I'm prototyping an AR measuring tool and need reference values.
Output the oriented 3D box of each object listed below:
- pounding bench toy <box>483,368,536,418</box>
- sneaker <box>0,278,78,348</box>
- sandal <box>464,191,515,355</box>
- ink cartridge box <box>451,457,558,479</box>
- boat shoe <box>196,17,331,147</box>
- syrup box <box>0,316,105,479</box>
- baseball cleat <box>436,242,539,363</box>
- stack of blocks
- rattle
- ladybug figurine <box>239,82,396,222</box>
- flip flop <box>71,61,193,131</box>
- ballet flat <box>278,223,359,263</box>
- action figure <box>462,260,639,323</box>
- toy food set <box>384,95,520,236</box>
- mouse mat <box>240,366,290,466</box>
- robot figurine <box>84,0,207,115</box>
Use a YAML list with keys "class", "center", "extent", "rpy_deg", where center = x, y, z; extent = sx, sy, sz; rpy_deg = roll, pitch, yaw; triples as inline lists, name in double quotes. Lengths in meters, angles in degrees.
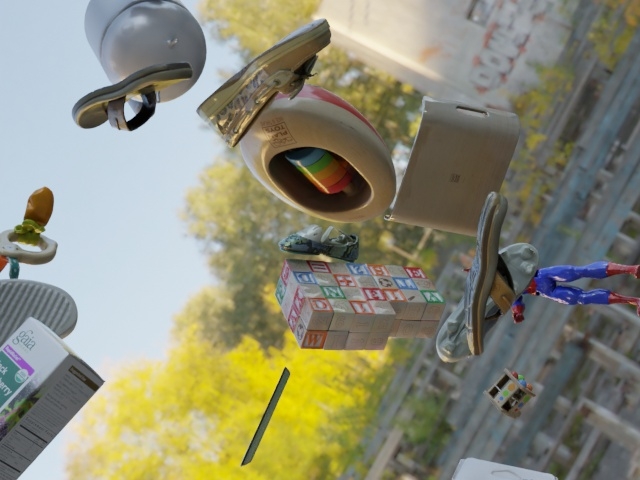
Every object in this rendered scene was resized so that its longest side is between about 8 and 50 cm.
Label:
- class: "pounding bench toy"
  center: [0.336, 0.266, 1.865]
  extent: [0.065, 0.052, 0.083]
  rpy_deg: [-49, -43, 8]
- class: "sneaker"
  center: [-0.580, 0.160, 1.802]
  extent: [0.150, 0.366, 0.135]
  rpy_deg: [94, 165, -68]
- class: "sandal"
  center: [0.174, 0.038, 1.082]
  extent: [0.072, 0.049, 0.180]
  rpy_deg: [-83, -1, -66]
- class: "ink cartridge box"
  center: [0.269, 0.433, 1.584]
  extent: [0.086, 0.148, 0.203]
  rpy_deg: [-50, -41, -50]
- class: "boat shoe"
  center: [-0.074, -0.244, 1.674]
  extent: [0.285, 0.089, 0.104]
  rpy_deg: [-30, 10, 41]
- class: "syrup box"
  center: [-0.389, 0.220, 1.327]
  extent: [0.237, 0.093, 0.096]
  rpy_deg: [-49, -35, -10]
- class: "baseball cleat"
  center: [0.237, 0.090, 1.562]
  extent: [0.206, 0.072, 0.109]
  rpy_deg: [-47, -14, -4]
- class: "stack of blocks"
  center: [0.082, 0.124, 2.055]
  extent: [0.171, 0.297, 0.087]
  rpy_deg: [-121, 41, -51]
- class: "rattle"
  center: [-0.612, -0.010, 2.239]
  extent: [0.143, 0.130, 0.200]
  rpy_deg: [-52, -6, 21]
- class: "ladybug figurine"
  center: [0.000, -0.202, 2.375]
  extent: [0.449, 0.305, 0.162]
  rpy_deg: [47, -139, -47]
- class: "flip flop"
  center: [-0.308, -0.224, 1.780]
  extent: [0.277, 0.080, 0.112]
  rpy_deg: [-15, 7, 39]
- class: "ballet flat"
  center: [0.000, 0.000, 2.085]
  extent: [0.188, 0.070, 0.070]
  rpy_deg: [9, -67, -43]
- class: "action figure"
  center: [0.324, 0.072, 1.582]
  extent: [0.139, 0.280, 0.091]
  rpy_deg: [-22, -71, -46]
- class: "toy food set"
  center: [0.287, -0.157, 2.386]
  extent: [0.092, 0.220, 0.306]
  rpy_deg: [-100, 23, -62]
- class: "mouse mat"
  center: [-0.079, 0.259, 1.590]
  extent: [0.189, 0.007, 0.152]
  rpy_deg: [93, -158, -81]
- class: "robot figurine"
  center: [-0.338, -0.390, 2.088]
  extent: [0.200, 0.353, 0.300]
  rpy_deg: [-4, -58, -22]
